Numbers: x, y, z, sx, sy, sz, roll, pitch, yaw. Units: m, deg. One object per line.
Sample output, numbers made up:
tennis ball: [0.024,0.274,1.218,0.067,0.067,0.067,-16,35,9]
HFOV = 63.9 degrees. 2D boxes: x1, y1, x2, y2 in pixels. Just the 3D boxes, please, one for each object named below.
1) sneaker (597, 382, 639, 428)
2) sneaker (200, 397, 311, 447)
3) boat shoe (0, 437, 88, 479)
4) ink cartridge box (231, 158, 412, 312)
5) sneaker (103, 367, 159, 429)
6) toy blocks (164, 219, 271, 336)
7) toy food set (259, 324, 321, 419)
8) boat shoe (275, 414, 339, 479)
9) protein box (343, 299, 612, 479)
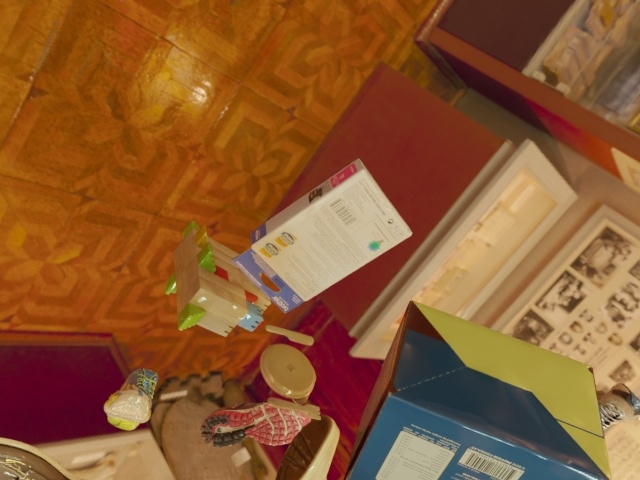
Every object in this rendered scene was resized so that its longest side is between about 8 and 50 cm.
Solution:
sneaker: [0.390,0.235,0.698,0.058,0.052,0.135,-32,157,-10]
sneaker: [-0.175,0.491,1.425,0.299,0.121,0.112,-3,-177,5]
boat shoe: [-0.584,0.514,1.046,0.116,0.096,0.324,-31,120,16]
ink cartridge box: [0.000,0.000,1.011,0.311,0.065,0.186,-35,122,11]
sneaker: [-0.389,0.315,1.074,0.091,0.126,0.240,27,144,-16]
toy blocks: [-0.255,0.131,1.391,0.261,0.381,0.191,33,107,-31]
toy food set: [-0.065,0.264,1.018,0.132,0.192,0.038,22,125,-23]
boat shoe: [-0.034,0.508,1.053,0.098,0.109,0.302,31,82,-23]
protein box: [0.148,0.208,0.542,0.136,0.200,0.201,-61,169,-52]
